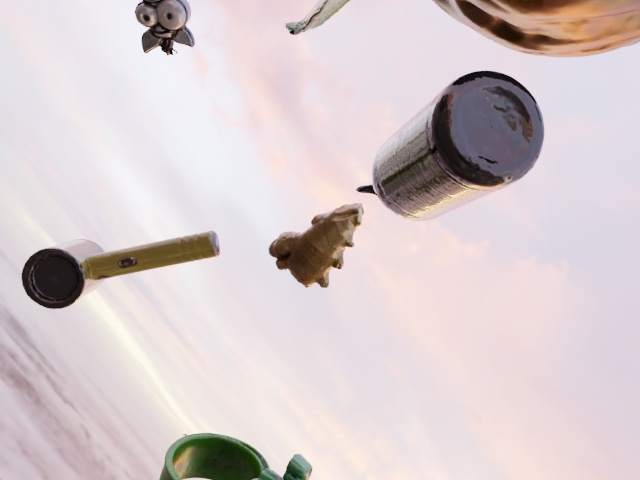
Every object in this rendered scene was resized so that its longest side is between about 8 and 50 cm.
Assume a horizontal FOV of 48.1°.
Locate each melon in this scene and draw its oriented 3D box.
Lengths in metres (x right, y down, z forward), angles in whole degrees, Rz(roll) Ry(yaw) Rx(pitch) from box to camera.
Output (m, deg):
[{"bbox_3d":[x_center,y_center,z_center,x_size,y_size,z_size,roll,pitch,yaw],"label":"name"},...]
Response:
[{"bbox_3d":[0.045,-0.367,0.988,0.053,0.262,0.114,41,-12,-12],"label":"melon"}]

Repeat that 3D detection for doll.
[{"bbox_3d":[-0.244,-0.382,1.069,0.067,0.091,0.219,-83,167,-61],"label":"doll"}]

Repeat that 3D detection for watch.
[{"bbox_3d":[-0.113,0.304,0.866,0.152,0.165,0.131,25,-70,27],"label":"watch"}]

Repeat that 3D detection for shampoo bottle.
[{"bbox_3d":[0.112,-0.075,0.720,0.101,0.101,0.284,50,-14,-2],"label":"shampoo bottle"}]

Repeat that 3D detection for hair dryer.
[{"bbox_3d":[-0.287,0.030,1.080,0.135,0.278,0.090,-72,151,-84],"label":"hair dryer"}]

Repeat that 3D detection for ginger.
[{"bbox_3d":[-0.001,0.014,1.273,0.081,0.205,0.115,26,45,-46],"label":"ginger"}]

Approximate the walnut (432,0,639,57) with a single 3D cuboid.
[{"bbox_3d":[0.211,-0.356,0.676,0.398,0.354,0.308,52,-57,13],"label":"walnut"}]
